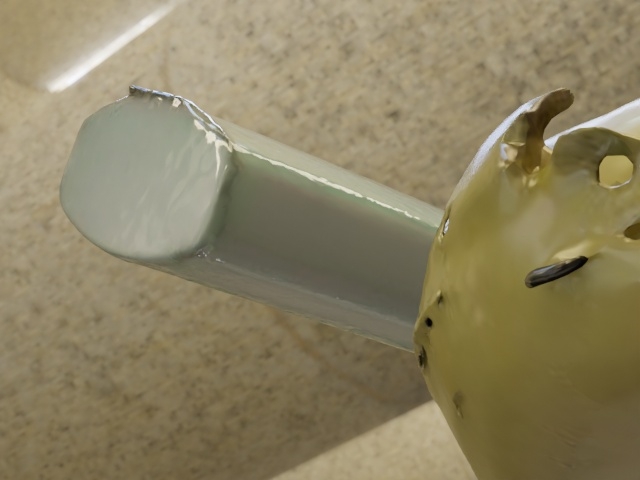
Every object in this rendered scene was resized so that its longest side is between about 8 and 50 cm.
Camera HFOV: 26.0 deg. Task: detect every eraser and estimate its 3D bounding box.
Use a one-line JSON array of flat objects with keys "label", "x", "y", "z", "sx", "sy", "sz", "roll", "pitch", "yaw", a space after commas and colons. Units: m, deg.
[{"label": "eraser", "x": 0.000, "y": 0.000, "z": 0.888, "sx": 0.290, "sy": 0.189, "sz": 0.104, "roll": 20, "pitch": -95, "yaw": -35}]

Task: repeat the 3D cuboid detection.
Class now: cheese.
[{"label": "cheese", "x": 0.156, "y": 0.037, "z": 0.421, "sx": 0.316, "sy": 0.260, "sz": 0.128, "roll": 40, "pitch": -143, "yaw": -50}]
